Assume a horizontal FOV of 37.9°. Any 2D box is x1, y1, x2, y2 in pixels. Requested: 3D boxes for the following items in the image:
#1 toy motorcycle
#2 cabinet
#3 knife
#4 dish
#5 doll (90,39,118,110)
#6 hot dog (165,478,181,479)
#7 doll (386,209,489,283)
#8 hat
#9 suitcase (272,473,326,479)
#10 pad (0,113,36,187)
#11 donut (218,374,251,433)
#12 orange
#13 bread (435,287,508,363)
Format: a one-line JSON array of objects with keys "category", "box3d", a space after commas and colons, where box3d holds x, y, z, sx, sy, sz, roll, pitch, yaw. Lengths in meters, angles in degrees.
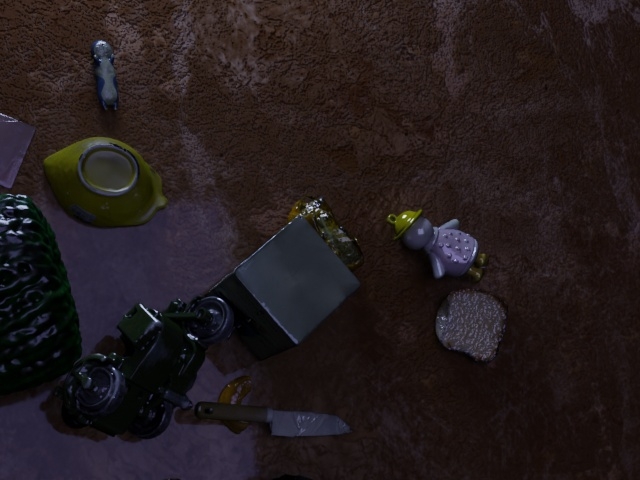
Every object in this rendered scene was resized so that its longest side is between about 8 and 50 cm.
[{"category": "toy motorcycle", "box3d": [-0.260, 0.175, 1.374, 0.127, 0.205, 0.275, 24, 77, 33]}, {"category": "cabinet", "box3d": [-0.070, 0.083, 1.473, 0.150, 0.206, 0.145, -42, 93, -25]}, {"category": "knife", "box3d": [-0.070, 0.290, 1.494, 0.297, 0.017, 0.047, 11, 76, -34]}, {"category": "dish", "box3d": [-0.337, -0.100, 1.488, 0.207, 0.080, 0.149, 16, 71, -15]}, {"category": "doll", "box3d": [-0.358, -0.275, 1.553, 0.037, 0.027, 0.125, -6, 78, -30]}, {"category": "hot dog", "box3d": [-0.192, 0.409, 1.434, 0.122, 0.037, 0.049, 33, 70, -9]}, {"category": "doll", "box3d": [0.210, 0.007, 1.672, 0.207, 0.081, 0.129, 28, 60, -10]}, {"category": "hat", "box3d": [-0.515, 0.099, 1.294, 0.332, 0.242, 0.274, -20, 71, -12]}, {"category": "suitcase", "box3d": [0.053, 0.519, 1.443, 0.335, 0.152, 0.230, 22, 67, -12]}, {"category": "pad", "box3d": [-0.556, -0.165, 1.460, 0.187, 0.006, 0.113, 22, 69, -15]}, {"category": "donut", "box3d": [-0.128, 0.260, 1.498, 0.067, 0.038, 0.083, 43, 67, -3]}, {"category": "orange", "box3d": [0.000, 0.000, 1.555, 0.112, 0.170, 0.160, -44, 66, 13]}, {"category": "bread", "box3d": [0.269, 0.150, 1.680, 0.129, 0.044, 0.126, 19, 77, -19]}]
